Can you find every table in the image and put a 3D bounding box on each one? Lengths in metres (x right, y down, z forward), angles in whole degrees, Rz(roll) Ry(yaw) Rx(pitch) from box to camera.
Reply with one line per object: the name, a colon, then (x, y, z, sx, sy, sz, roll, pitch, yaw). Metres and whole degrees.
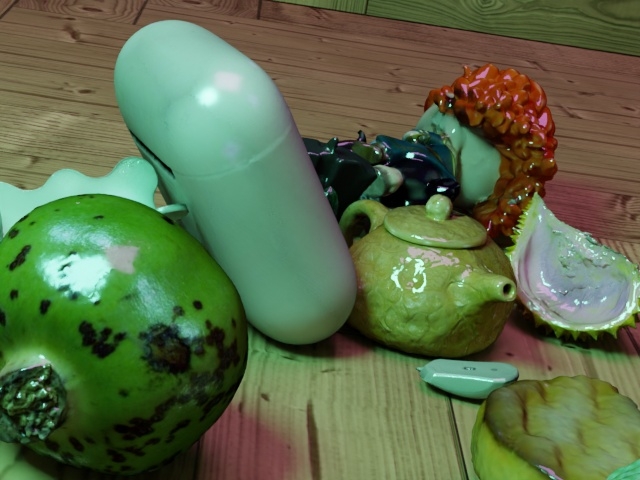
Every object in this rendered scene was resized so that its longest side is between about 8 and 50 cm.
table: (-0.245, 0.004, 1.569, 0.198, 0.167, 0.166, -12, 26, -26)

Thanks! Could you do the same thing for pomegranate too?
pomegranate: (-0.191, 0.089, 1.310, 0.254, 0.254, 0.270, 14, 29, 14)

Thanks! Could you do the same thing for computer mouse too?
computer mouse: (0.154, 0.148, 1.600, 0.110, 0.032, 0.056, 3, 16, 15)
computer mouse: (-0.028, -0.045, 1.875, 0.147, 0.264, 0.088, 12, 59, -14)

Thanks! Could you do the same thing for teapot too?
teapot: (0.117, 0.022, 1.737, 0.203, 0.167, 0.311, -4, 22, -33)

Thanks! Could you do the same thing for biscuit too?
biscuit: (0.240, 0.208, 1.376, 0.213, 0.091, 0.274, 9, 20, -9)

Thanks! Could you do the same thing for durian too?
durian: (0.304, 0.045, 1.823, 0.182, 0.132, 0.165, 24, 32, 8)

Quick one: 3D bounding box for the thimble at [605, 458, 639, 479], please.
thimble: (0.254, 0.261, 1.048, 0.219, 0.219, 0.150, 20, 21, 29)

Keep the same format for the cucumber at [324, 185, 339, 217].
cucumber: (0.000, 0.000, 1.799, 0.032, 0.133, 0.032, 11, 18, -4)

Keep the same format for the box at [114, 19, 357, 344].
box: (-0.093, -0.063, 1.654, 0.141, 0.349, 0.288, -30, 31, -10)

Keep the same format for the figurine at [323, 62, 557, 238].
figurine: (0.152, -0.103, 2.095, 0.411, 0.241, 0.306, -18, 4, -20)
